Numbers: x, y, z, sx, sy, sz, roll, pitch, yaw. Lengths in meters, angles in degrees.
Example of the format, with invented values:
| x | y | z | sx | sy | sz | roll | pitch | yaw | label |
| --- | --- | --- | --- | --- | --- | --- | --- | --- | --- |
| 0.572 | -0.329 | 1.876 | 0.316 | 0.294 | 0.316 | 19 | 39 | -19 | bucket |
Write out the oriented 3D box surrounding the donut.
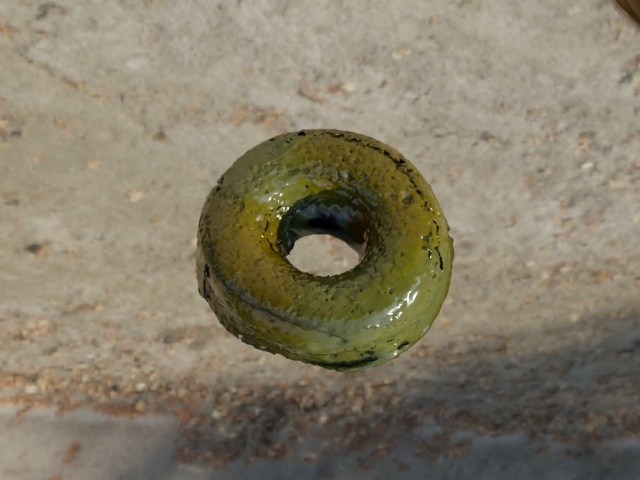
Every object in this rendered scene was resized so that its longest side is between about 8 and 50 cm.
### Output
| x | y | z | sx | sy | sz | roll | pitch | yaw | label |
| --- | --- | --- | --- | --- | --- | --- | --- | --- | --- |
| 0.000 | 0.000 | 1.000 | 0.272 | 0.272 | 0.107 | -9 | 158 | 4 | donut |

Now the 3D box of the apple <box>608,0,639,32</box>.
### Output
| x | y | z | sx | sy | sz | roll | pitch | yaw | label |
| --- | --- | --- | --- | --- | --- | --- | --- | --- | --- |
| 0.226 | -0.210 | 0.490 | 0.173 | 0.235 | 0.210 | 43 | 165 | -20 | apple |
